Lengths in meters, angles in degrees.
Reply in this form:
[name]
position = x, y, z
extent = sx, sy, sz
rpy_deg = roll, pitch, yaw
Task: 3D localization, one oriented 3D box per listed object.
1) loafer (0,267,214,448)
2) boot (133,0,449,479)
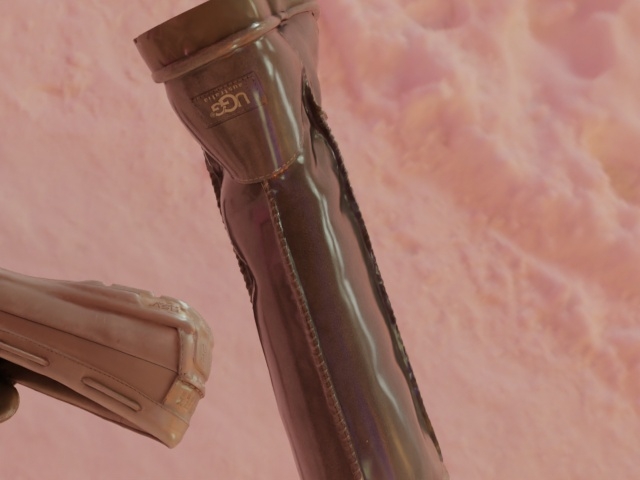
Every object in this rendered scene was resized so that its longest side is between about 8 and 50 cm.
[loafer]
position = -0.240, 0.077, 0.872
extent = 0.320, 0.112, 0.111
rpy_deg = 9, 69, 9
[boot]
position = -0.002, 0.001, 0.496
extent = 0.208, 0.076, 0.189
rpy_deg = 63, 16, -9
